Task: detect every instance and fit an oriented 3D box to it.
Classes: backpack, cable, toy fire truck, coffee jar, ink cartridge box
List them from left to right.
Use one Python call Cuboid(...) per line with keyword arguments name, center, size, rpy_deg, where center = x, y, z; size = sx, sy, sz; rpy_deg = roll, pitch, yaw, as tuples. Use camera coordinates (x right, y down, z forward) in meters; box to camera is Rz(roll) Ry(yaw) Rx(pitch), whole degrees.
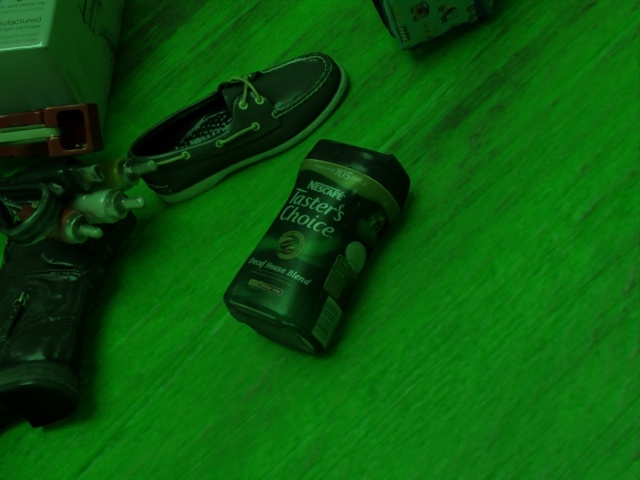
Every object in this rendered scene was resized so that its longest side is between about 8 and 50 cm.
Cuboid(name="ink cartridge box", center=(-0.330, -0.232, 1.254), size=(0.171, 0.168, 0.233), rpy_deg=(-5, 56, 9))
Cuboid(name="toy fire truck", center=(-0.292, -0.103, 1.123), size=(0.192, 0.135, 0.047), rpy_deg=(-6, 98, 10))
Cuboid(name="cable", center=(-0.294, -0.030, 1.132), size=(0.287, 0.072, 0.139), rpy_deg=(-5, 37, 40))
Cuboid(name="coffee jar", center=(0.000, 0.000, 0.998), size=(0.096, 0.079, 0.184), rpy_deg=(16, 68, 35))
Cuboid(name="backpack", center=(0.125, -0.277, 1.073), size=(0.173, 0.158, 0.117), rpy_deg=(-21, 59, 0))

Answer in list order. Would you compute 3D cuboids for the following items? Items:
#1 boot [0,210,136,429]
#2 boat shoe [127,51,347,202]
Cuboid(name="boot", center=(-0.309, 0.075, 1.127), size=(0.263, 0.091, 0.229), rpy_deg=(-10, 50, 18))
Cuboid(name="boat shoe", center=(-0.081, -0.119, 1.128), size=(0.227, 0.069, 0.081), rpy_deg=(-32, 50, 7))
